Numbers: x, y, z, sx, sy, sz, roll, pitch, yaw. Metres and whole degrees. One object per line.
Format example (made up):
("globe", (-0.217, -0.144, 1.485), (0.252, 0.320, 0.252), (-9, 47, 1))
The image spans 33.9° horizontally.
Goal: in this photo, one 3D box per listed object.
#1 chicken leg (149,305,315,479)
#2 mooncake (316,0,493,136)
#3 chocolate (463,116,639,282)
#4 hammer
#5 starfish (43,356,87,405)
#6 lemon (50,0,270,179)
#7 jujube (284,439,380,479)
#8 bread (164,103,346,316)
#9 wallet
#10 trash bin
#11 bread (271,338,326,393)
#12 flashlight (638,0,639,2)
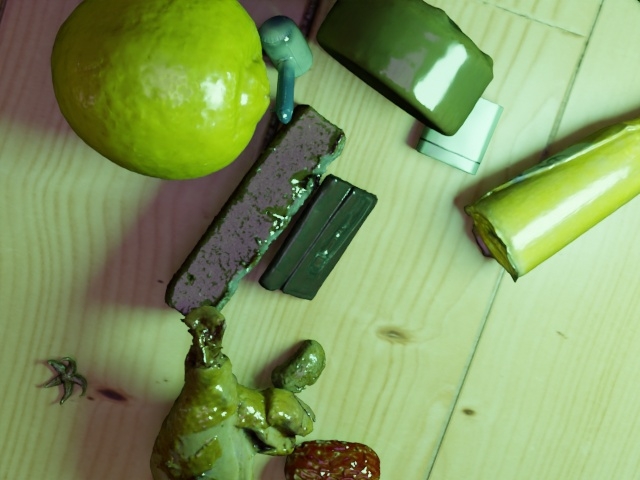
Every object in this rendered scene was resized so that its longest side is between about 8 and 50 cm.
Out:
("chicken leg", (-0.151, 0.280, 1.801), (0.295, 0.182, 0.410), (-4, 121, -10))
("mooncake", (0.141, -0.306, 1.703), (0.284, 0.284, 0.156), (34, 97, -10))
("chocolate", (0.474, -0.113, 1.847), (0.445, 0.162, 0.162), (-33, 101, -3))
("hammer", (-0.059, -0.273, 1.732), (0.069, 0.194, 0.116), (-10, 145, 18))
("starfish", (-0.455, 0.251, 1.877), (0.078, 0.028, 0.091), (8, 102, -1))
("lemon", (-0.249, -0.258, 1.655), (0.347, 0.348, 0.348), (-1, 100, -5))
("jujube", (0.022, 0.421, 1.916), (0.176, 0.109, 0.112), (7, 63, 2))
("bread", (-0.112, -0.041, 1.787), (0.113, 0.165, 0.417), (37, 96, -5))
("wallet", (0.000, 0.000, 1.811), (0.049, 0.182, 0.229), (38, 99, 28))
("trash bin", (0.244, -0.195, 1.842), (0.116, 0.059, 0.130), (22, 97, -10))
("bread", (-0.035, 0.234, 1.885), (0.113, 0.082, 0.060), (-40, 104, 6))
("flashlight", (0.572, -0.438, 1.814), (0.093, 0.093, 0.232), (-44, 101, 4))
